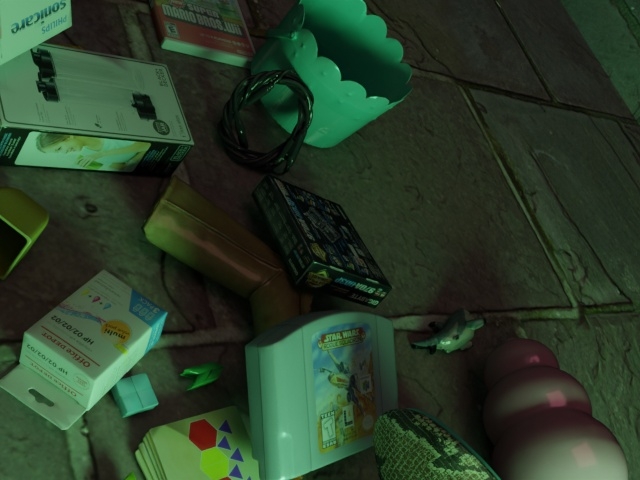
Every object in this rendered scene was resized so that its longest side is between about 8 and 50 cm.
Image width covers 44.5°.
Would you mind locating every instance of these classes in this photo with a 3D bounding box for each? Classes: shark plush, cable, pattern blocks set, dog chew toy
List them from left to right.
[{"bbox_3d":[-0.130,0.304,0.965,0.285,0.026,0.325,4,56,-40],"label":"pattern blocks set"},{"bbox_3d":[-0.091,-0.213,1.351,0.150,0.185,0.047,22,1,-10],"label":"cable"},{"bbox_3d":[0.219,0.169,1.391,0.161,0.073,0.067,-25,55,-28],"label":"shark plush"},{"bbox_3d":[0.360,0.301,1.277,0.206,0.206,0.332,21,38,-28],"label":"dog chew toy"}]

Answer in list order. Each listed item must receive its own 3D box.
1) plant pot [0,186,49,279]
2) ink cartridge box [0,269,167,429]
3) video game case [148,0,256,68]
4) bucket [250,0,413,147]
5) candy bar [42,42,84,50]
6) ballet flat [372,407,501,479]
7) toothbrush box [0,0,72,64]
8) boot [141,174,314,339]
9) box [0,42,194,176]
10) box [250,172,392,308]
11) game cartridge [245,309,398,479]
[{"bbox_3d":[-0.386,-0.019,0.971,0.081,0.081,0.083,40,29,-8],"label":"plant pot"},{"bbox_3d":[-0.281,0.126,0.936,0.104,0.062,0.181,32,39,8],"label":"ink cartridge box"},{"bbox_3d":[-0.242,-0.460,1.507,0.204,0.025,0.285,4,55,-39],"label":"video game case"},{"bbox_3d":[0.016,-0.324,1.478,0.281,0.183,0.281,28,44,-31],"label":"bucket"},{"bbox_3d":[-0.428,-0.289,1.204,0.161,0.018,0.040,-10,61,-45],"label":"candy bar"},{"bbox_3d":[0.211,0.426,0.937,0.483,0.164,0.182,50,42,-1],"label":"ballet flat"},{"bbox_3d":[-0.502,-0.335,1.011,0.283,0.122,0.206,21,39,11],"label":"toothbrush box"},{"bbox_3d":[-0.141,0.051,1.127,0.269,0.089,0.236,35,28,-15],"label":"boot"},{"bbox_3d":[-0.348,-0.191,1.139,0.290,0.087,0.169,0,58,-42],"label":"box"},{"bbox_3d":[0.000,0.000,1.250,0.175,0.051,0.220,20,29,-41],"label":"box"},{"bbox_3d":[0.015,0.195,1.070,0.297,0.062,0.198,-2,91,-53],"label":"game cartridge"}]
